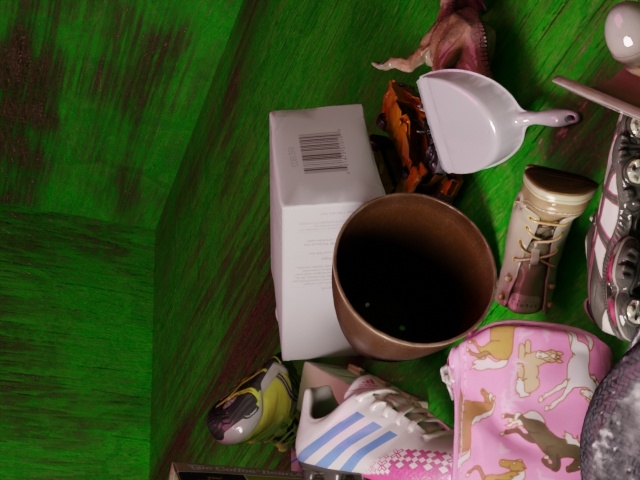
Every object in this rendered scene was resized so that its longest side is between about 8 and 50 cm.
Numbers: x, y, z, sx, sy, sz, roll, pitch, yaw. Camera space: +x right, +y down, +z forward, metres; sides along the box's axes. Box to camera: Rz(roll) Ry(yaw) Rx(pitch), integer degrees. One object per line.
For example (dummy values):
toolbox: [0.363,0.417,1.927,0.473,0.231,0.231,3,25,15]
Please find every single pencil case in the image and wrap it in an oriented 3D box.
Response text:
pencil case: [0.200,0.277,0.833,0.167,0.160,0.386,-13,63,40]

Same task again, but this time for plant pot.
plant pot: [0.103,0.082,1.193,0.230,0.215,0.216,111,161,-62]

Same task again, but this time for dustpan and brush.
dustpan and brush: [0.228,-0.150,1.084,0.211,0.060,0.147,17,133,54]

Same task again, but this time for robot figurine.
robot figurine: [0.138,-0.119,1.327,0.291,0.085,0.211,-106,32,-51]

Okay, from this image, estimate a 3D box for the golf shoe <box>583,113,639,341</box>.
golf shoe: [0.304,-0.039,0.835,0.120,0.105,0.273,-179,99,-77]

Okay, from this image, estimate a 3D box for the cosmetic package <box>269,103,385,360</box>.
cosmetic package: [0.000,0.000,1.376,0.385,0.156,0.217,91,172,-50]

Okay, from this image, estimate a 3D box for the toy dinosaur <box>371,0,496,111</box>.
toy dinosaur: [0.197,-0.287,1.212,0.200,0.127,0.296,-62,31,23]

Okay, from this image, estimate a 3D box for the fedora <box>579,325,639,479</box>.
fedora: [0.291,0.167,0.635,0.334,0.152,0.334,-18,69,58]

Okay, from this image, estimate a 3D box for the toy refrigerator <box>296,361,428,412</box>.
toy refrigerator: [0.058,0.254,1.336,0.269,0.102,0.094,-174,94,-70]

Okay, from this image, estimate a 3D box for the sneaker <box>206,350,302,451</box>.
sneaker: [-0.079,0.289,1.484,0.145,0.147,0.384,-38,-4,10]

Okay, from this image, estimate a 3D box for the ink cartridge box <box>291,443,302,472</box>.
ink cartridge box: [-0.004,0.444,1.462,0.109,0.062,0.209,134,141,-55]

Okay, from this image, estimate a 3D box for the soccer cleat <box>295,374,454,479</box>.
soccer cleat: [0.093,0.243,1.086,0.331,0.116,0.143,-7,78,41]

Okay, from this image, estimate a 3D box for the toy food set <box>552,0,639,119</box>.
toy food set: [0.349,-0.213,0.683,0.306,0.092,0.220,-50,27,7]

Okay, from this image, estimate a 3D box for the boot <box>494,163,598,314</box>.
boot: [0.240,0.004,0.940,0.213,0.077,0.165,-39,-38,-78]

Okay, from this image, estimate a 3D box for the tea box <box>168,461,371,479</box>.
tea box: [-0.040,0.473,1.167,0.323,0.328,0.220,-149,70,-69]
